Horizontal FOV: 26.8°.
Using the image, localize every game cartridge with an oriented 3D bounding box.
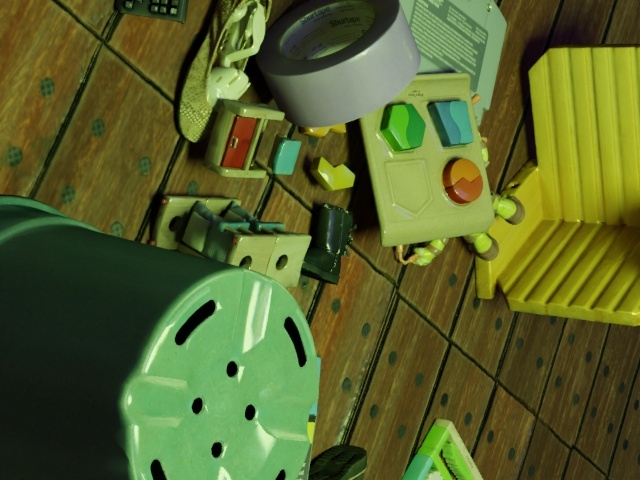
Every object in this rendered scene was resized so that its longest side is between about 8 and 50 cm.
[{"bbox_3d":[0.167,-0.302,1.930,0.297,0.062,0.198,24,71,-51],"label":"game cartridge"}]

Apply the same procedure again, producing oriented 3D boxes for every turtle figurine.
[{"bbox_3d":[0.225,-0.063,1.984,0.217,0.087,0.269,29,82,-51],"label":"turtle figurine"}]

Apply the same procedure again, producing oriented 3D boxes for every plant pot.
[{"bbox_3d":[-0.205,0.137,1.278,0.341,0.334,0.341,-11,104,-51],"label":"plant pot"}]

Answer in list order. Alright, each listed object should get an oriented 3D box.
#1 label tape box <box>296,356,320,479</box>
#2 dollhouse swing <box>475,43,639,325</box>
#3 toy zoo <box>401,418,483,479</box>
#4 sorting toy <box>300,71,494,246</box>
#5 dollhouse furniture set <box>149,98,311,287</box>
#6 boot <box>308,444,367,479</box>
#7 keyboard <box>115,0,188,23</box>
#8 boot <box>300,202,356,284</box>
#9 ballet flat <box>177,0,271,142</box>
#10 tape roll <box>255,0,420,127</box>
[{"bbox_3d":[-0.132,0.294,1.576,0.249,0.115,0.348,14,81,-52],"label":"label tape box"},{"bbox_3d":[0.415,-0.094,2.033,0.315,0.347,0.305,-46,129,-39],"label":"dollhouse swing"},{"bbox_3d":[0.155,0.442,2.028,0.293,0.030,0.192,-57,135,-30],"label":"toy zoo"},{"bbox_3d":[0.114,-0.110,1.814,0.307,0.041,0.229,-8,90,-38],"label":"sorting toy"},{"bbox_3d":[-0.088,-0.054,1.532,0.129,0.129,0.184,-1,113,-52],"label":"dollhouse furniture set"},{"bbox_3d":[0.001,0.371,1.791,0.198,0.077,0.137,-19,115,-48],"label":"boot"},{"bbox_3d":[-0.159,-0.330,1.474,0.023,0.108,0.180,171,-73,-83],"label":"keyboard"},{"bbox_3d":[0.000,0.000,1.760,0.121,0.045,0.099,23,78,-56],"label":"boot"},{"bbox_3d":[-0.109,-0.212,1.572,0.073,0.067,0.206,30,71,-51],"label":"ballet flat"},{"bbox_3d":[0.022,-0.226,1.639,0.189,0.189,0.080,-53,134,-33],"label":"tape roll"}]
